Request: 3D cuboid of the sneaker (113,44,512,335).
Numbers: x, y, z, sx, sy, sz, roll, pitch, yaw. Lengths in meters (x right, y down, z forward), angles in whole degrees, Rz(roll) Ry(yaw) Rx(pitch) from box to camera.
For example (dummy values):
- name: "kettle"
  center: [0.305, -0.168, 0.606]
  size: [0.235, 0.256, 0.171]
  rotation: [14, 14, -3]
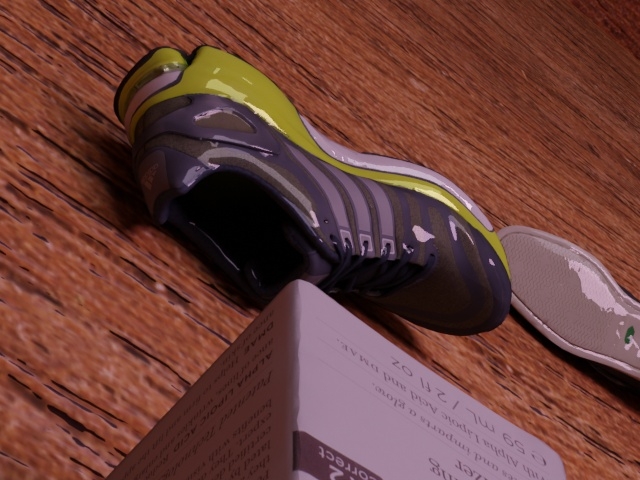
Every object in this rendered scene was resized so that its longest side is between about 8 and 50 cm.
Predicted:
- name: "sneaker"
  center: [0.000, 0.000, 0.858]
  size: [0.300, 0.111, 0.121]
  rotation: [26, 38, -25]

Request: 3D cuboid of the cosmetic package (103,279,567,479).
- name: "cosmetic package"
  center: [0.002, 0.147, 0.511]
  size: [0.151, 0.151, 0.183]
  rotation: [34, 24, -20]

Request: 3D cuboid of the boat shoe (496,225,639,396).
- name: "boat shoe"
  center: [0.229, 0.069, 1.164]
  size: [0.233, 0.084, 0.079]
  rotation: [32, -14, -11]
